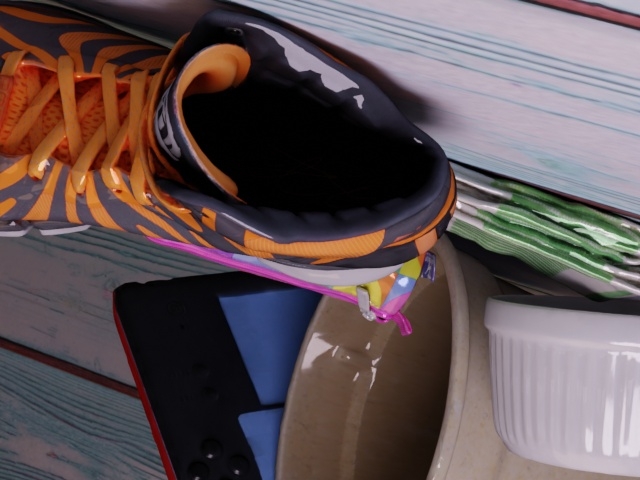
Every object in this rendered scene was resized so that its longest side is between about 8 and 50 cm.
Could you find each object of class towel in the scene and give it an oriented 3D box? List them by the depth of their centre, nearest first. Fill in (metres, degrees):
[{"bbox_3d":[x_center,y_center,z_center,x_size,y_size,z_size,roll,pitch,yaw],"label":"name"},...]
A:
[{"bbox_3d":[0.054,-0.027,0.951,0.325,0.038,0.248,19,178,1],"label":"towel"}]

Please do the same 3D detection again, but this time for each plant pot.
[{"bbox_3d":[0.167,0.177,1.297,0.306,0.333,0.334,16,178,-20],"label":"plant pot"}]

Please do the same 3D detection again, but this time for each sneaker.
[{"bbox_3d":[-0.091,-0.061,0.684,0.321,0.124,0.180,8,173,-1],"label":"sneaker"}]

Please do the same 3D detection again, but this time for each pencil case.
[{"bbox_3d":[-0.026,-0.012,1.151,0.236,0.104,0.104,20,177,-7],"label":"pencil case"}]

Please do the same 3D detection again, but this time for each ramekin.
[{"bbox_3d":[0.216,0.100,1.059,0.207,0.109,0.207,3,-179,0],"label":"ramekin"}]

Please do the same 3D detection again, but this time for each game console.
[{"bbox_3d":[0.015,0.166,1.476,0.387,0.342,0.060,-5,150,-31],"label":"game console"}]
